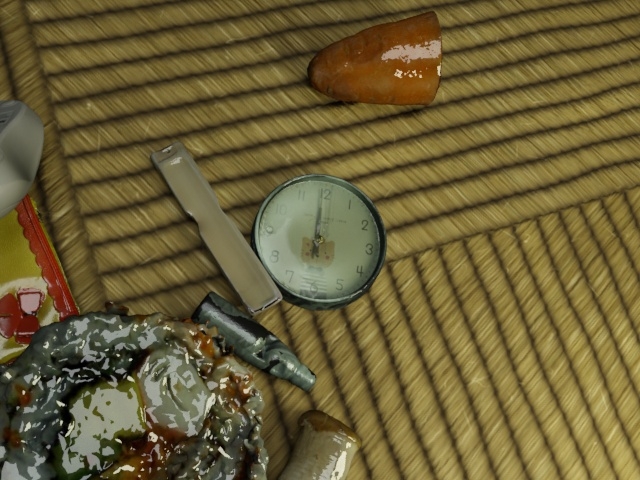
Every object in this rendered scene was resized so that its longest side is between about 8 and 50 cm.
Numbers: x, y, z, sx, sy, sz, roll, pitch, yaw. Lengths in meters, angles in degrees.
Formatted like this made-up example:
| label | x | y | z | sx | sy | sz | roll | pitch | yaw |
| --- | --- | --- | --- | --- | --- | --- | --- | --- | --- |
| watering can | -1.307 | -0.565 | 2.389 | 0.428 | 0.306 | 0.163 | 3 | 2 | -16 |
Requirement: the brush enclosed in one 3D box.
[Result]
| label | x | y | z | sx | sy | sz | roll | pitch | yaw |
| --- | --- | --- | --- | --- | --- | --- | --- | --- | --- |
| brush | -0.168 | -0.019 | 1.129 | 0.060 | 0.050 | 0.321 | -29 | 73 | -17 |

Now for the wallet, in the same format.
| label | x | y | z | sx | sy | sz | roll | pitch | yaw |
| --- | --- | --- | --- | --- | --- | --- | --- | --- | --- |
| wallet | -0.441 | 0.054 | 1.028 | 0.141 | 0.067 | 0.241 | -24 | 78 | -21 |

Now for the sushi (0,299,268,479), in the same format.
| label | x | y | z | sx | sy | sz | roll | pitch | yaw |
| --- | --- | --- | --- | --- | --- | --- | --- | --- | --- |
| sushi | -0.260 | 0.273 | 0.934 | 0.417 | 0.176 | 0.418 | 4 | 74 | -13 |

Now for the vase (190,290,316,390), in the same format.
| label | x | y | z | sx | sy | sz | roll | pitch | yaw |
| --- | --- | --- | --- | --- | --- | --- | --- | --- | --- |
| vase | -0.095 | 0.158 | 1.076 | 0.211 | 0.060 | 0.060 | 34 | 68 | -1 |

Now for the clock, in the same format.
| label | x | y | z | sx | sy | sz | roll | pitch | yaw |
| --- | --- | --- | --- | --- | --- | --- | --- | --- | --- |
| clock | 0.000 | 0.000 | 1.156 | 0.226 | 0.049 | 0.226 | 4 | 73 | -12 |

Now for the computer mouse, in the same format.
| label | x | y | z | sx | sy | sz | roll | pitch | yaw |
| --- | --- | --- | --- | --- | --- | --- | --- | --- | --- |
| computer mouse | -0.483 | -0.099 | 1.002 | 0.184 | 0.297 | 0.121 | -17 | 120 | -6 |

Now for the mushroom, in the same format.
| label | x | y | z | sx | sy | sz | roll | pitch | yaw |
| --- | --- | --- | --- | --- | --- | --- | --- | --- | --- |
| mushroom | -0.043 | 0.399 | 0.976 | 0.095 | 0.122 | 0.351 | 41 | 57 | -32 |

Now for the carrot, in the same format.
| label | x | y | z | sx | sy | sz | roll | pitch | yaw |
| --- | --- | --- | --- | --- | --- | --- | --- | --- | --- |
| carrot | 0.088 | -0.304 | 1.237 | 0.225 | 0.159 | 0.159 | -6 | 74 | -3 |
